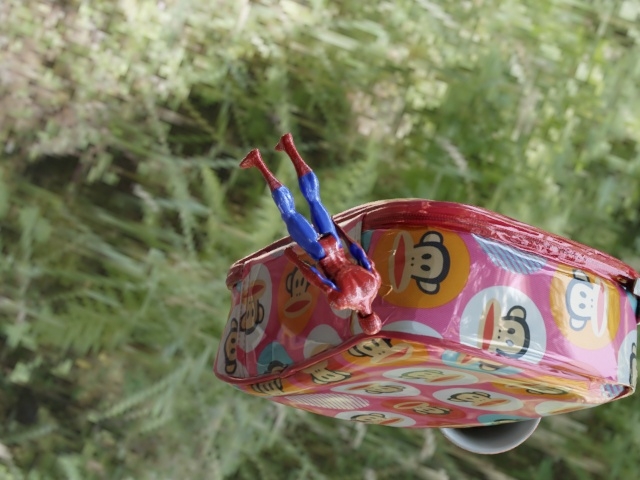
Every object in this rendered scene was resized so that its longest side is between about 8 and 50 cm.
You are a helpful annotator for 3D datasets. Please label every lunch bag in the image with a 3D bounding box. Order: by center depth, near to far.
[{"bbox_3d":[0.087,0.071,1.093,0.293,0.258,0.120,-20,-123,57],"label":"lunch bag"}]

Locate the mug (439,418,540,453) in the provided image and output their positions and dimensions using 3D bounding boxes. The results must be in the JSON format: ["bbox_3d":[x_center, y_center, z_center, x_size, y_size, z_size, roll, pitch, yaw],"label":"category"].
[{"bbox_3d":[0.181,0.152,1.553,0.169,0.150,0.113,67,12,-86],"label":"mug"}]

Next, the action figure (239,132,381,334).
[{"bbox_3d":[0.000,0.000,0.809,0.038,0.115,0.030,-26,169,-29],"label":"action figure"}]
